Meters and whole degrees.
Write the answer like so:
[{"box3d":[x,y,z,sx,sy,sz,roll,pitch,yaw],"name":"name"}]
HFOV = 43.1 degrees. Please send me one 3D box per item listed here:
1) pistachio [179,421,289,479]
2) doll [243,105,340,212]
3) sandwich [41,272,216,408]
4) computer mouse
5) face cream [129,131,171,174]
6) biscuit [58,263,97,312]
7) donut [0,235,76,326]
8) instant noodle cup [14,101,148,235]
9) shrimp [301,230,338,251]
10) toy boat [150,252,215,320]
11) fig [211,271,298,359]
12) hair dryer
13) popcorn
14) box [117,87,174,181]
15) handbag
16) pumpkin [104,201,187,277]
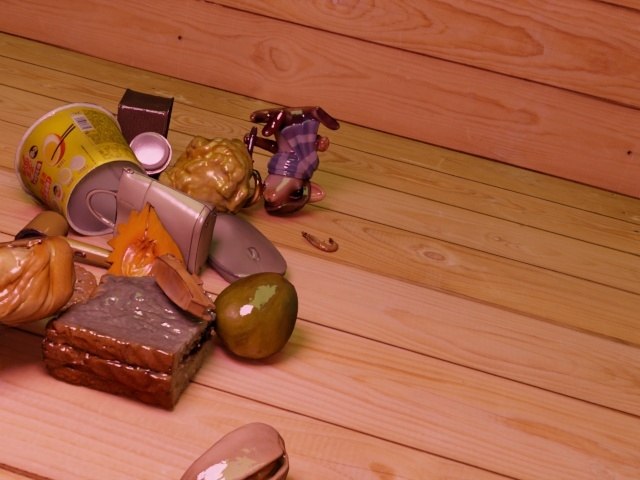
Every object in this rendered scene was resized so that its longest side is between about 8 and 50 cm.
[{"box3d":[-0.133,0.371,1.276,0.152,0.126,0.223,-13,10,38],"name":"pistachio"},{"box3d":[-0.110,-0.242,2.404,0.317,0.340,0.209,10,20,15],"name":"doll"},{"box3d":[-0.351,0.173,1.596,0.262,0.131,0.325,14,22,6],"name":"sandwich"},{"box3d":[-0.214,0.013,2.086,0.197,0.095,0.331,-8,30,-31],"name":"computer mouse"},{"box3d":[-0.467,-0.236,2.223,0.117,0.117,0.104,10,-11,-7],"name":"face cream"},{"box3d":[-0.596,0.097,1.764,0.219,0.033,0.220,10,25,-5],"name":"biscuit"},{"box3d":[-0.633,0.091,1.489,0.360,0.170,0.360,-9,6,1],"name":"donut"},{"box3d":[-0.595,-0.165,2.071,0.311,0.311,0.221,-10,43,-42],"name":"instant noodle cup"},{"box3d":[0.000,0.000,2.309,0.114,0.023,0.083,29,24,21],"name":"shrimp"},{"box3d":[-0.267,0.090,1.593,0.072,0.064,0.206,14,19,-44],"name":"toy boat"},{"box3d":[-0.132,0.154,1.709,0.181,0.191,0.181,35,-7,5],"name":"fig"},{"box3d":[-0.564,0.019,1.915,0.278,0.090,0.135,18,21,-5],"name":"hair dryer"},{"box3d":[-0.317,-0.177,2.254,0.250,0.235,0.242,-11,5,6],"name":"popcorn"},{"box3d":[-0.523,-0.286,2.368,0.143,0.273,0.184,9,23,-10],"name":"box"},{"box3d":[-0.409,-0.053,1.946,0.315,0.241,0.109,23,35,9],"name":"handbag"},{"box3d":[-0.401,0.061,1.859,0.149,0.130,0.254,31,48,-42],"name":"pumpkin"}]
